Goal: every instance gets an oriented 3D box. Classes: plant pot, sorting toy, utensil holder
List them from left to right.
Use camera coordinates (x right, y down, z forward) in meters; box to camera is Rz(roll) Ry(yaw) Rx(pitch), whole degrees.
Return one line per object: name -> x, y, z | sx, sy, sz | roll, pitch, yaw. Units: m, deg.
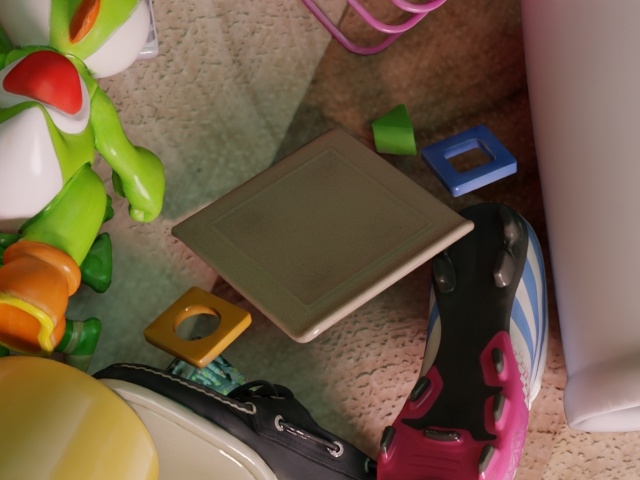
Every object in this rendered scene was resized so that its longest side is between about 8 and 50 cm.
plant pot -> -0.234, 0.218, 1.167 | 0.254, 0.254, 0.239 | 34, 44, -7
sorting toy -> 0.000, 0.000, 1.372 | 0.347, 0.047, 0.196 | -33, 46, -23
utensil holder -> 0.342, -0.054, 1.387 | 0.327, 0.327, 0.385 | -2, 77, -16

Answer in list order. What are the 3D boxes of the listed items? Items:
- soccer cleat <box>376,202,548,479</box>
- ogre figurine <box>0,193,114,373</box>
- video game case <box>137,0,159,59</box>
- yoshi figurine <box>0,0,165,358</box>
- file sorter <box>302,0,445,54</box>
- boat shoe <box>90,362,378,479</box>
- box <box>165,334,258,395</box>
soccer cleat -> 0.135, 0.126, 1.356 | 0.143, 0.116, 0.331 | 54, 42, -46
ogre figurine -> -0.230, 0.041, 1.322 | 0.118, 0.097, 0.197 | 16, 86, -24
video game case -> -0.248, -0.235, 1.411 | 0.201, 0.023, 0.183 | -7, 81, -17
yoshi figurine -> -0.222, -0.097, 1.279 | 0.203, 0.203, 0.362 | 3, 64, 30
file sorter -> 0.085, -0.301, 1.382 | 0.182, 0.290, 0.202 | 47, 71, -5
boat shoe -> -0.041, 0.170, 1.314 | 0.340, 0.127, 0.113 | 31, 49, -21
box -> -0.111, 0.159, 1.365 | 0.094, 0.027, 0.137 | 42, 71, -4
